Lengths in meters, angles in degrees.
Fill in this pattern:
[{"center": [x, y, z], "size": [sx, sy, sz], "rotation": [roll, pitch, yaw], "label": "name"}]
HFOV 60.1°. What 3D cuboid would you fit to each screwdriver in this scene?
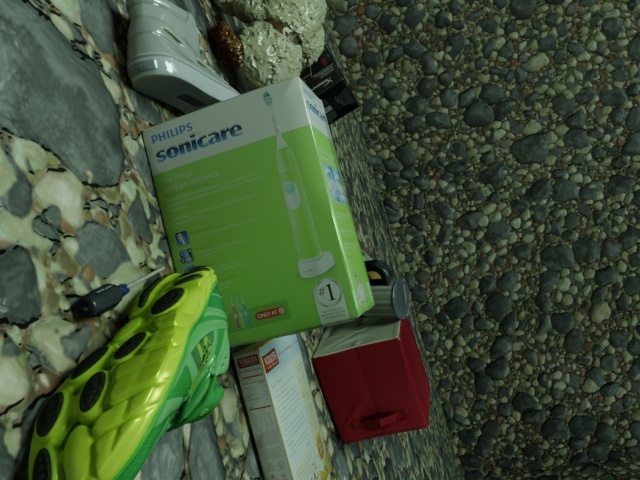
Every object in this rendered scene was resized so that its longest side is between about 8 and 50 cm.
[{"center": [-0.184, 0.043, 0.546], "size": [0.170, 0.025, 0.024], "rotation": [-42, 116, -74], "label": "screwdriver"}]

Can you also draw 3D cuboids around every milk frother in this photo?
[{"center": [0.086, 0.122, 1.102], "size": [0.129, 0.135, 0.143], "rotation": [63, 38, -30], "label": "milk frother"}]

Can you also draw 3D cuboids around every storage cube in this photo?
[{"center": [0.110, 0.271, 1.148], "size": [0.215, 0.184, 0.193], "rotation": [-52, 124, -73], "label": "storage cube"}]

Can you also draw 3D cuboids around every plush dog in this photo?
[{"center": [-0.081, -0.384, 1.044], "size": [0.263, 0.211, 0.225], "rotation": [26, 77, -35], "label": "plush dog"}]

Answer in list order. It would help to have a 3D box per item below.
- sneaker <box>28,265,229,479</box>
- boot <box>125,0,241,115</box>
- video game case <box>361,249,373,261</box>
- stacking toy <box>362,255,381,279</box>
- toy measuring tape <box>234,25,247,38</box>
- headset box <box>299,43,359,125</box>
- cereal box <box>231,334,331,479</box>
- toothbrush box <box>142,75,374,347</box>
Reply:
[{"center": [-0.132, 0.123, 0.484], "size": [0.295, 0.110, 0.123], "rotation": [-72, 141, -67], "label": "sneaker"}, {"center": [-0.170, -0.241, 0.763], "size": [0.258, 0.095, 0.123], "rotation": [17, 65, -73], "label": "boot"}, {"center": [0.153, 0.105, 1.664], "size": [0.201, 0.023, 0.183], "rotation": [60, -6, -28], "label": "video game case"}, {"center": [0.109, 0.158, 1.548], "size": [0.279, 0.130, 0.308], "rotation": [51, -9, 42], "label": "stacking toy"}, {"center": [-0.073, -0.307, 1.201], "size": [0.121, 0.122, 0.329], "rotation": [-67, 134, -69], "label": "toy measuring tape"}, {"center": [-0.028, -0.480, 1.473], "size": [0.293, 0.110, 0.218], "rotation": [62, 11, 12], "label": "headset box"}, {"center": [-0.050, 0.256, 0.804], "size": [0.173, 0.048, 0.240], "rotation": [-5, 79, -77], "label": "cereal box"}, {"center": [-0.072, -0.025, 0.686], "size": [0.122, 0.206, 0.283], "rotation": [-5, 79, -76], "label": "toothbrush box"}]
